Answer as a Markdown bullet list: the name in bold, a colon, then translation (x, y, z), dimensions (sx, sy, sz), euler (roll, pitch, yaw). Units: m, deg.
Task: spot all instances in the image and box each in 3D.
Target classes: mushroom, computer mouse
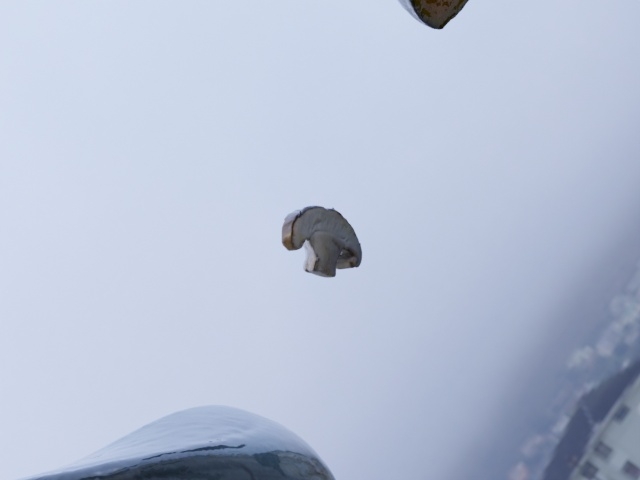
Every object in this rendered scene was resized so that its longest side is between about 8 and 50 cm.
- **mushroom**: translation (0.000, 0.001, 0.849), dimensions (0.101, 0.019, 0.049), euler (24, -118, -60)
- **computer mouse**: translation (-0.079, 0.199, 0.721), dimensions (0.122, 0.188, 0.371), euler (-15, -4, 33)

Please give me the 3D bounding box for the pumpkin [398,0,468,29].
- **pumpkin**: translation (0.082, -0.293, 1.218), dimensions (0.254, 0.130, 0.149), euler (-18, -58, -57)
